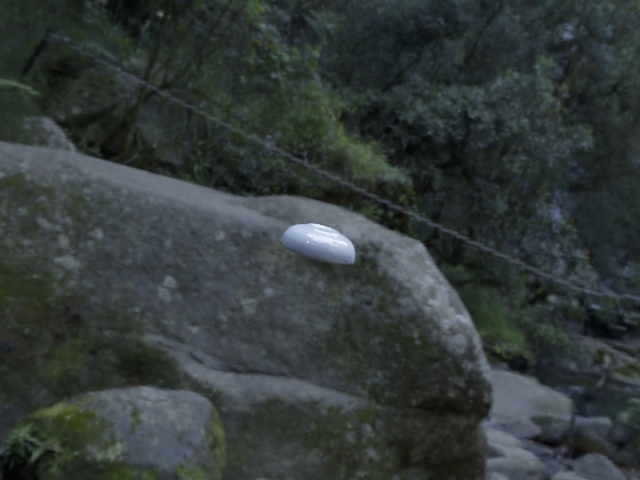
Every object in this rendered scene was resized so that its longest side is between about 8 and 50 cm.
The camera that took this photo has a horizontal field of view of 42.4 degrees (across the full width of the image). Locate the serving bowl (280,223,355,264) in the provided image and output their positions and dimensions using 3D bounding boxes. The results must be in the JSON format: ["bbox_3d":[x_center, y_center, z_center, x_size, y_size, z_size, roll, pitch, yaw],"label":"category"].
[{"bbox_3d":[0.000,0.000,0.890,0.083,0.027,0.083,16,11,-3],"label":"serving bowl"}]
